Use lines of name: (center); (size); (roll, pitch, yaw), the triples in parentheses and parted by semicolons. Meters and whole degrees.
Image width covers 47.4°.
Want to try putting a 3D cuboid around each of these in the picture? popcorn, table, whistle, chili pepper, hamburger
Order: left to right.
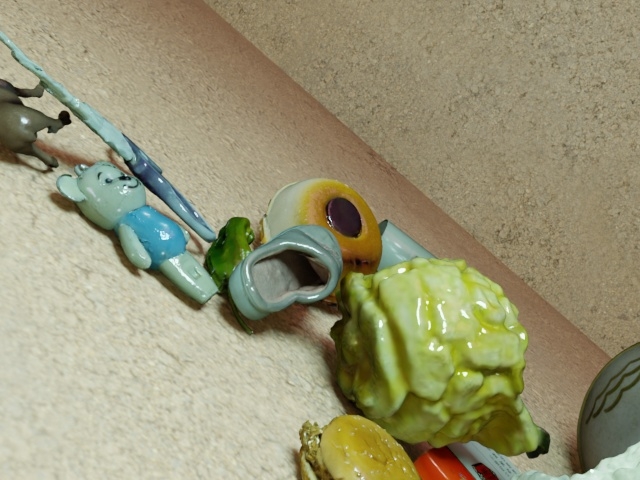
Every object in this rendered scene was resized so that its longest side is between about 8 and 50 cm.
whistle: (-0.217, -0.014, 0.904); (0.235, 0.077, 0.114); (44, 27, 3)
chili pepper: (-0.120, 0.031, 1.007); (0.073, 0.072, 0.204); (16, 29, -16)
hamburger: (0.004, 0.002, 1.215); (0.236, 0.147, 0.237); (22, 48, -27)
hamburger: (0.045, 0.250, 0.768); (0.147, 0.083, 0.138); (35, 12, -30)
table: (0.184, 0.071, 1.497); (0.220, 0.126, 0.126); (38, 16, -8)
popcorn: (0.137, 0.149, 0.983); (0.236, 0.293, 0.293); (-9, 37, -17)

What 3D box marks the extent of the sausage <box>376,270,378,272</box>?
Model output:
sausage: (0.043, 0.038, 1.356); (0.302, 0.076, 0.103); (50, 11, 28)

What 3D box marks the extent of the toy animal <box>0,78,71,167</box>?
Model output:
toy animal: (-0.410, -0.188, 0.888); (0.214, 0.094, 0.186); (43, 12, 23)

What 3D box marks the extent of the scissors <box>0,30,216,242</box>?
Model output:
scissors: (-0.289, -0.148, 0.959); (0.256, 0.029, 0.383); (45, -2, 39)

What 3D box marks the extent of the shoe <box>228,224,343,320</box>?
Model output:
shoe: (-0.021, 0.035, 0.993); (0.251, 0.100, 0.103); (-28, 102, -56)

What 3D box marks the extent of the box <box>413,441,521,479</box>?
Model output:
box: (0.227, 0.341, 1.027); (0.139, 0.035, 0.245); (49, 17, 27)

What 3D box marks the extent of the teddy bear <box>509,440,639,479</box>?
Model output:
teddy bear: (0.234, 0.336, 0.565); (0.362, 0.375, 0.328); (63, 10, -87)

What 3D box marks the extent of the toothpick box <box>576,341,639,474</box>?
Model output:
toothpick box: (0.676, 0.369, 1.307); (0.409, 0.409, 0.425); (42, 10, 7)
